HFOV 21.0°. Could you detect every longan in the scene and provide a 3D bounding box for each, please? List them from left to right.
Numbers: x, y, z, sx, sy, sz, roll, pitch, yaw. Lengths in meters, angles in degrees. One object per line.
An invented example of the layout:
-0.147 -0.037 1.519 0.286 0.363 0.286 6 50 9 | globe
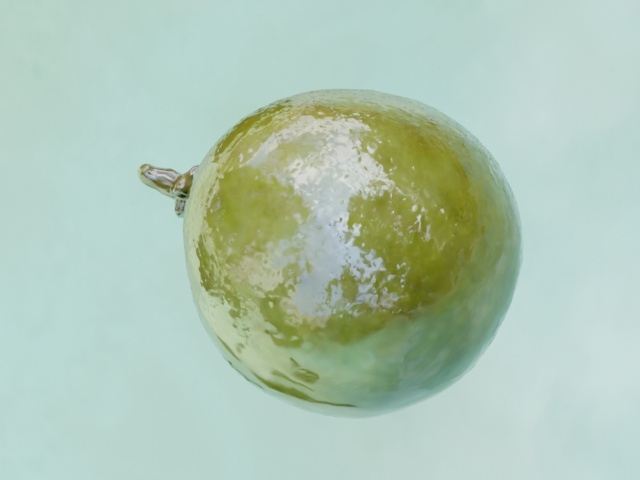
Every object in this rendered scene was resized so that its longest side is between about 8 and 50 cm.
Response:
0.000 0.000 0.359 0.083 0.075 0.075 21 70 16 | longan
